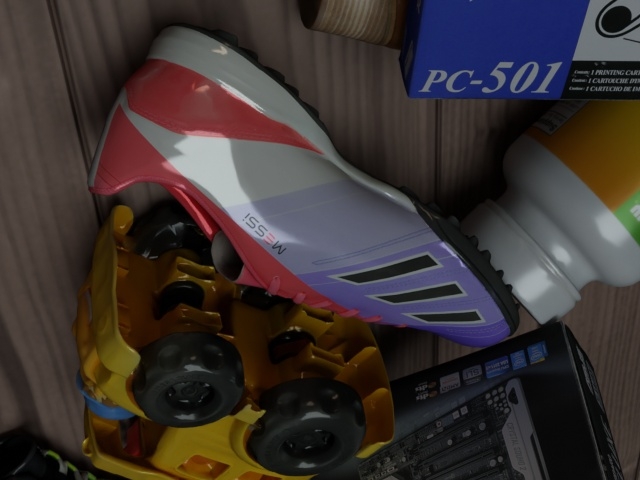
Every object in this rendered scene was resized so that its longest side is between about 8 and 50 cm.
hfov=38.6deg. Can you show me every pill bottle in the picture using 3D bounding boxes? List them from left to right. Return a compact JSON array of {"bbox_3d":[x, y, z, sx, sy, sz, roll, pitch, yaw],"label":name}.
[{"bbox_3d":[0.221,-0.053,0.662,0.245,0.136,0.136,-43,128,6],"label":"pill bottle"}]

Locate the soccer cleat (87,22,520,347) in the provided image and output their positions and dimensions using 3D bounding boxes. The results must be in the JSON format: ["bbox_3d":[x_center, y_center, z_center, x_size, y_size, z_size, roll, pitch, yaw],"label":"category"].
[{"bbox_3d":[0.000,0.000,0.589,0.318,0.108,0.116,37,78,-27],"label":"soccer cleat"}]

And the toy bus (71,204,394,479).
[{"bbox_3d":[-0.094,0.106,0.637,0.220,0.149,0.211,27,123,-32],"label":"toy bus"}]

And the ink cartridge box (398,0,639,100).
[{"bbox_3d":[0.155,-0.132,0.532,0.207,0.046,0.097,-1,134,-5],"label":"ink cartridge box"}]

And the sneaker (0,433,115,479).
[{"bbox_3d":[-0.204,0.192,0.664,0.234,0.084,0.097,8,116,-28],"label":"sneaker"}]

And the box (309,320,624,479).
[{"bbox_3d":[0.062,0.220,0.638,0.307,0.243,0.076,-22,135,21],"label":"box"}]

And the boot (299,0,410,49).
[{"bbox_3d":[0.079,-0.207,0.545,0.152,0.073,0.197,-1,133,-22],"label":"boot"}]
